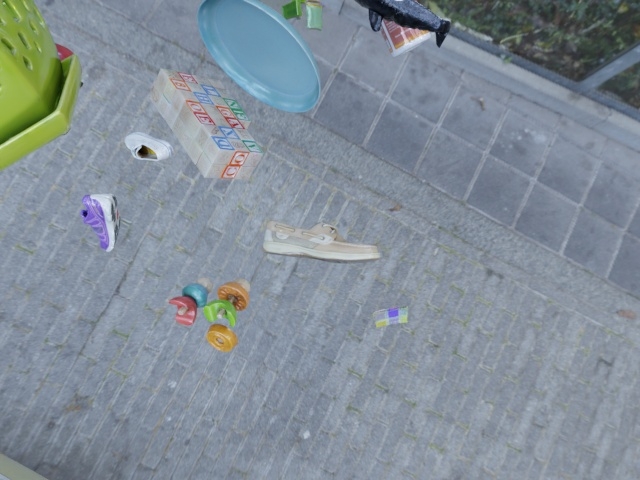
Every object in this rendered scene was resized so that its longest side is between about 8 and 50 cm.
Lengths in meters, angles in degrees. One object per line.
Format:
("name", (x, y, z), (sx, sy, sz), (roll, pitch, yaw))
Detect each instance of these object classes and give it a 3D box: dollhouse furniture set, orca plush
("dollhouse furniture set", (-0.030, -0.612, 1.194), (0.152, 0.059, 0.076), (-20, 110, -44))
("orca plush", (0.171, -0.550, 1.098), (0.287, 0.151, 0.102), (33, 107, -2))

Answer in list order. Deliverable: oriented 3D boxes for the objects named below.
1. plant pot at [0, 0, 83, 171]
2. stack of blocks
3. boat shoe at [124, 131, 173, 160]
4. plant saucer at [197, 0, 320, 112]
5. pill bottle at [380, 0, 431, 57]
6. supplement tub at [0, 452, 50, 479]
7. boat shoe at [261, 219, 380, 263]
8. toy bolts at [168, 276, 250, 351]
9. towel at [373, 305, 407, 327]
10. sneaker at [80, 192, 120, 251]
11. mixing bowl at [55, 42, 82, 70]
("plant pot", (-0.481, -0.231, 0.621), (0.228, 0.207, 0.227), (-28, 47, 8))
("stack of blocks", (-0.261, -0.279, 1.080), (0.171, 0.087, 0.297), (-8, 53, -49))
("boat shoe", (-0.272, -0.141, 0.685), (0.100, 0.035, 0.035), (20, 42, 26))
("plant saucer", (-0.129, -0.416, 1.000), (0.318, 0.317, 0.043), (32, 74, -5))
("pill bottle", (0.212, -0.637, 1.241), (0.121, 0.121, 0.216), (-30, 103, -11))
("supplement tub", (-0.286, 0.330, 0.373), (0.317, 0.228, 0.228), (17, 80, 17))
("boat shoe", (0.000, 0.000, 1.259), (0.342, 0.122, 0.110), (6, 83, 13))
("toy bolts", (-0.324, 0.206, 1.388), (0.229, 0.218, 0.158), (13, 39, 15))
("towel", (0.167, 0.183, 1.067), (0.084, 0.060, 0.009), (-9, 41, 0))
("sneaker", (-0.469, -0.043, 0.952), (0.071, 0.169, 0.068), (6, 49, -13))
("mixing bowl", (-0.844, -0.559, 1.447), (0.181, 0.181, 0.098), (53, 43, 0))
